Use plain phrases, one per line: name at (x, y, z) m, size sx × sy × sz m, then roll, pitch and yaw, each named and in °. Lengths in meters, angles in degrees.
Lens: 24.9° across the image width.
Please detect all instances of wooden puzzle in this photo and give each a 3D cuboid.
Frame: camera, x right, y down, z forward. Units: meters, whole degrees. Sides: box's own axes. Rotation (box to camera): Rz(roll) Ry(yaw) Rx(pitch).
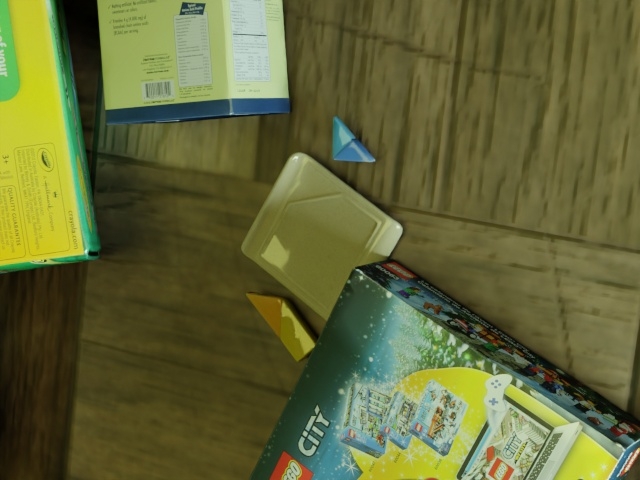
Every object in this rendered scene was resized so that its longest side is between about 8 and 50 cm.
wooden puzzle at (0.000, 0.000, 0.757) m, size 0.078 × 0.014 × 0.116 m, roll 43°, pitch 114°, yaw 15°

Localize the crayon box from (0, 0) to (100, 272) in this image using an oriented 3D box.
crayon box at (-0.225, -0.115, 0.796) m, size 0.165 × 0.081 × 0.278 m, roll -8°, pitch 90°, yaw -3°

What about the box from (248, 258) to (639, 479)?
box at (0.040, 0.149, 0.729) m, size 0.159 × 0.044 × 0.233 m, roll 34°, pitch 111°, yaw 23°

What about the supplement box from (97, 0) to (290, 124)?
supplement box at (-0.067, -0.105, 0.761) m, size 0.083 × 0.056 × 0.083 m, roll -1°, pitch 94°, yaw 31°
